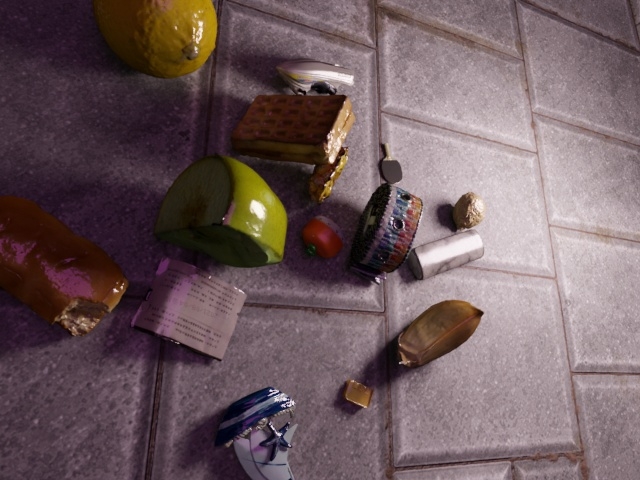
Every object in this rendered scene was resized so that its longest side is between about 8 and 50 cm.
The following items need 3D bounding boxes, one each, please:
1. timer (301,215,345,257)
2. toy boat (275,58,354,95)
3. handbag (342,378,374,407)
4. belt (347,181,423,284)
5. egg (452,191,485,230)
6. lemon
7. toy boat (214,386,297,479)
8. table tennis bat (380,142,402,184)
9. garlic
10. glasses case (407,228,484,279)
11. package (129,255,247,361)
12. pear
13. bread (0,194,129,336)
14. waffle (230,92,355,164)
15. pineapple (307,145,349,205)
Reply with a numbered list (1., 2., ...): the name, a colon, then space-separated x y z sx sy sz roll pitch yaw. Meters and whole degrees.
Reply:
1. timer: 0.000 0.000 1.304 0.136 0.099 0.136 3 74 -9
2. toy boat: -0.024 -0.541 1.440 0.270 0.141 0.140 -19 83 -28
3. handbag: 0.109 0.447 1.255 0.083 0.027 0.061 30 66 -12
4. belt: 0.216 -0.025 1.342 0.161 0.207 0.295 23 68 -14
5. egg: 0.537 -0.105 1.558 0.118 0.116 0.140 -24 127 -38
6. lemon: -0.449 -0.614 1.174 0.336 0.336 0.336 7 72 -22
7. toy boat: -0.125 0.515 1.114 0.291 0.070 0.210 48 67 -8
8. table tennis bat: 0.251 -0.276 1.541 0.087 0.013 0.156 -5 78 -24
9. garlic: 0.330 0.292 1.313 0.339 0.196 0.151 -24 72 -20
10. glasses case: 0.441 0.047 1.502 0.299 0.060 0.114 -16 84 -27
11. package: -0.333 0.179 1.122 0.251 0.062 0.203 27 67 -19
12. pear: -0.210 -0.057 1.121 0.318 0.343 0.238 31 65 -42
13. bread: -0.618 0.058 0.980 0.344 0.149 0.195 38 64 -10
14. waffle: -0.083 -0.335 1.273 0.328 0.098 0.224 10 59 26
15. pineapple: 0.017 -0.207 1.317 0.076 0.225 0.224 29 64 5
